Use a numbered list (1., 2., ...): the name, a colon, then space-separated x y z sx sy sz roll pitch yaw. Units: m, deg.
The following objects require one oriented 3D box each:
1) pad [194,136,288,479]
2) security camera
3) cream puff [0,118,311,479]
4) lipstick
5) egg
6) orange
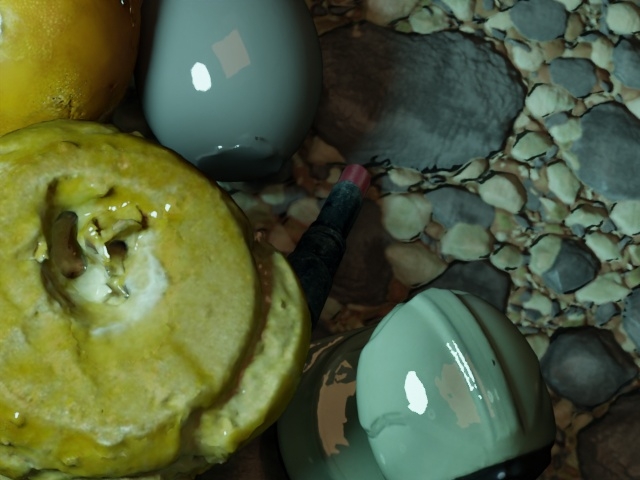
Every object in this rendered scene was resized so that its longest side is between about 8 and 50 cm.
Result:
1. pad: -0.132 0.064 1.713 0.250 0.055 0.323 4 91 -7
2. security camera: 0.090 0.144 1.595 0.197 0.277 0.191 -13 81 -24
3. cream puff: -0.191 0.068 1.563 0.343 0.231 0.327 6 66 -17
4. lipstick: 0.000 0.000 1.738 0.053 0.053 0.234 23 38 1
5. egg: -0.087 -0.173 1.769 0.176 0.176 0.231 -4 77 -10
6. orange: -0.278 -0.185 1.701 0.240 0.240 0.240 3 67 -7
